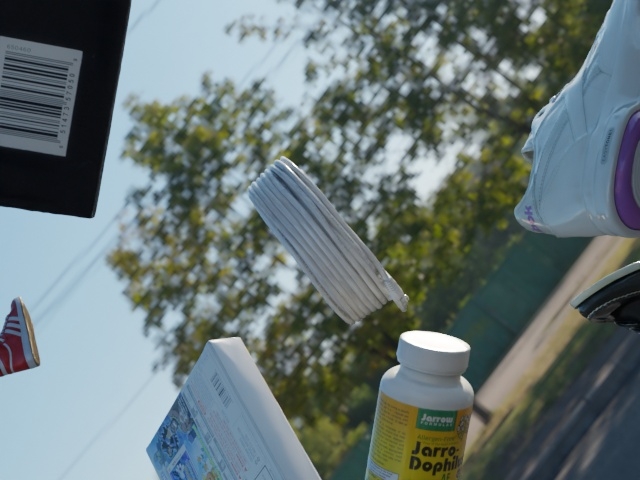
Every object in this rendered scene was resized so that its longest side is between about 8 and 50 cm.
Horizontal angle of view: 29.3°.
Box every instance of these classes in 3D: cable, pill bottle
[{"bbox_3d":[0.000,0.000,1.716,0.089,0.257,0.257,-40,21,1],"label":"cable"},{"bbox_3d":[0.124,0.223,1.502,0.117,0.118,0.208,-28,-52,-72],"label":"pill bottle"}]

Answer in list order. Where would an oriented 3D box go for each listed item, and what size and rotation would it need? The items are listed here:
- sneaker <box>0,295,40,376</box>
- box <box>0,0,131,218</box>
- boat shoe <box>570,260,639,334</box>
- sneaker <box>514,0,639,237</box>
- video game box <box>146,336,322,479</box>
[{"bbox_3d":[-0.409,0.127,1.600,0.067,0.118,0.042,-21,-42,-3],"label":"sneaker"},{"bbox_3d":[-0.380,-0.241,1.619,0.395,0.212,0.293,-116,36,-67],"label":"box"},{"bbox_3d":[0.503,0.094,1.798,0.340,0.113,0.127,-4,-28,-46],"label":"boat shoe"},{"bbox_3d":[0.253,-0.135,1.098,0.152,0.114,0.305,-10,48,48],"label":"sneaker"},{"bbox_3d":[-0.087,0.233,1.218,0.048,0.205,0.187,-3,-41,-41],"label":"video game box"}]
